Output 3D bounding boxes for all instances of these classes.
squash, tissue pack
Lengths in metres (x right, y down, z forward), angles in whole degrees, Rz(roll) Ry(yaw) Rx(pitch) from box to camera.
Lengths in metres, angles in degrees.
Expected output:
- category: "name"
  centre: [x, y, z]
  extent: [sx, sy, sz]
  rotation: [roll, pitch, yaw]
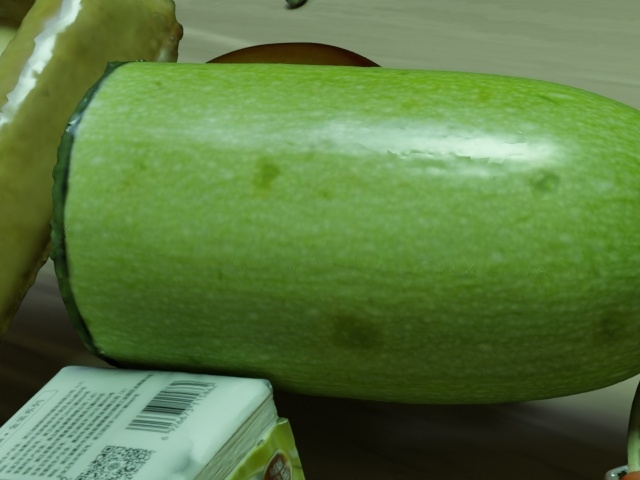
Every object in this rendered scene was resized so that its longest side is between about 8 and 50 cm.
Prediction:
- category: "squash"
  centre: [0.035, -0.005, 0.563]
  extent: [0.247, 0.132, 0.132]
  rotation: [2, 31, 22]
- category: "tissue pack"
  centre: [-0.084, 0.124, 0.536]
  extent: [0.106, 0.099, 0.148]
  rotation: [1, 30, 32]

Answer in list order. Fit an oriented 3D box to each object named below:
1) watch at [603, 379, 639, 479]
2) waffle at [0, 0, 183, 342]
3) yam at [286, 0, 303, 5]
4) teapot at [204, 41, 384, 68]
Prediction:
- category: "watch"
  centre: [0.180, 0.088, 0.503]
  extent: [0.165, 0.102, 0.268]
  rotation: [-2, 37, 38]
- category: "waffle"
  centre: [-0.259, -0.008, 0.724]
  extent: [0.304, 0.077, 0.348]
  rotation: [12, 67, 31]
- category: "yam"
  centre: [-0.012, -0.229, 1.279]
  extent: [0.021, 0.021, 0.116]
  rotation: [-6, 28, 17]
- category: "teapot"
  centre: [0.000, 0.000, 0.725]
  extent: [0.252, 0.135, 0.178]
  rotation: [22, 78, 29]
